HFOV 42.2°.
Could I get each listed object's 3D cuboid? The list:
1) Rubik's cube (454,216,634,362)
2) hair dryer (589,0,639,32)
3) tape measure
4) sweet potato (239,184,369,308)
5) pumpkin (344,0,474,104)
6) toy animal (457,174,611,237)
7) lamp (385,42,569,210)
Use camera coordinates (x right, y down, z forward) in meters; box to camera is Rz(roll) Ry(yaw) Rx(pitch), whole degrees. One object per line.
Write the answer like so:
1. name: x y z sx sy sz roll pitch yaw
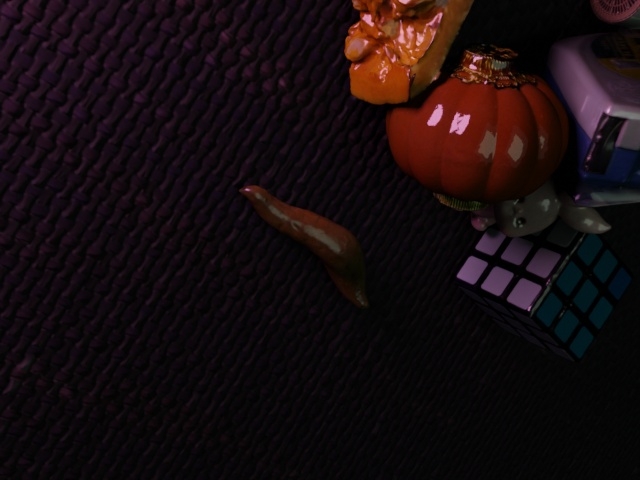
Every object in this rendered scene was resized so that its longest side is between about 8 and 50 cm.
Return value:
1. Rubik's cube: 0.324 0.055 1.211 0.160 0.163 0.162 39 81 -37
2. hair dryer: 0.453 -0.242 1.238 0.173 0.107 0.357 1 116 -31
3. tape measure: 0.420 -0.169 1.061 0.262 0.259 0.138 0 128 -1
4. sweet potato: 0.000 -0.002 1.039 0.069 0.059 0.249 -29 129 24
5. pumpkin: 0.077 -0.313 0.923 0.190 0.139 0.280 26 90 -39
6. toy animal: 0.276 -0.056 1.108 0.124 0.212 0.124 -11 108 -36
7. lamp: 0.189 -0.137 1.012 0.223 0.223 0.196 -12 124 -29
